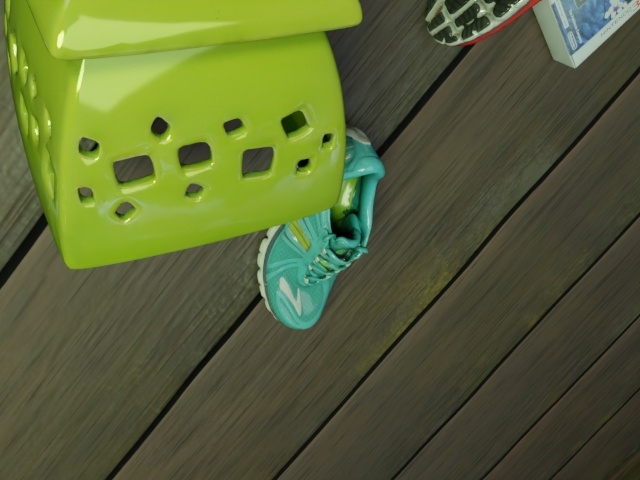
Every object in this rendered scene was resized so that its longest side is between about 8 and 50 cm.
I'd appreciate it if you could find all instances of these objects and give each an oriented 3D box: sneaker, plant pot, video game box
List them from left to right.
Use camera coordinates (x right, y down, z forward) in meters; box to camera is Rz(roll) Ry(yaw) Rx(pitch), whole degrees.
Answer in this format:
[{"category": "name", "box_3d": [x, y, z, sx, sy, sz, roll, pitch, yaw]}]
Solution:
[{"category": "plant pot", "box_3d": [-0.109, -0.145, 0.467, 0.228, 0.227, 0.207, -15, 146, -24]}, {"category": "sneaker", "box_3d": [0.000, 0.000, 0.748, 0.107, 0.110, 0.275, -1, 123, -30]}, {"category": "sneaker", "box_3d": [0.237, -0.281, 0.642, 0.279, 0.107, 0.118, -30, 154, 35]}, {"category": "video game box", "box_3d": [0.329, -0.341, 0.745, 0.187, 0.048, 0.205, -45, 132, 2]}]
